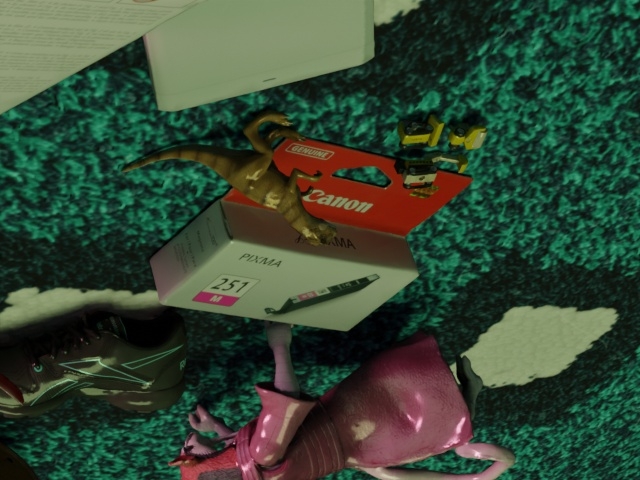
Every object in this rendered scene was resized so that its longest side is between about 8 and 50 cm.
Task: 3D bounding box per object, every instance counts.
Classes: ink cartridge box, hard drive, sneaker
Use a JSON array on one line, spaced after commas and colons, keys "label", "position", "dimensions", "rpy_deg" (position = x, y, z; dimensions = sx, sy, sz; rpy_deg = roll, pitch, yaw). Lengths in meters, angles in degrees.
[{"label": "ink cartridge box", "position": [0.000, 0.000, 2.047], "dimensions": [0.275, 0.060, 0.239], "rpy_deg": [11, 142, -42]}, {"label": "hard drive", "position": [-0.055, -0.226, 1.632], "dimensions": [0.203, 0.040, 0.307], "rpy_deg": [-15, 152, -6]}, {"label": "ink cartridge box", "position": [-0.240, -0.185, 1.340], "dimensions": [0.385, 0.091, 0.308], "rpy_deg": [-25, 166, 39]}, {"label": "sneaker", "position": [-0.267, 0.121, 2.097], "dimensions": [0.267, 0.101, 0.106], "rpy_deg": [-1, 125, -27]}]

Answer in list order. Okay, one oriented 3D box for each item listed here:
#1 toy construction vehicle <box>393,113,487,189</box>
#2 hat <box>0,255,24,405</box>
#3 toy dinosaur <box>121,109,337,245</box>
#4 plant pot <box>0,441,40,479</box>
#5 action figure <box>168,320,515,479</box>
[{"label": "toy construction vehicle", "position": [0.114, -0.095, 1.976], "dimensions": [0.098, 0.035, 0.086], "rpy_deg": [-8, 139, -24]}, {"label": "hat", "position": [-0.368, 0.107, 1.828], "dimensions": [0.208, 0.183, 0.173], "rpy_deg": [-9, -165, -20]}, {"label": "toy dinosaur", "position": [-0.070, -0.070, 1.859], "dimensions": [0.211, 0.112, 0.064], "rpy_deg": [28, 169, -1]}, {"label": "plant pot", "position": [-0.446, 0.352, 2.274], "dimensions": [0.254, 0.237, 0.237], "rpy_deg": [-45, 144, 15]}, {"label": "action figure", "position": [-0.007, 0.238, 2.268], "dimensions": [0.370, 0.275, 0.248], "rpy_deg": [-23, 161, -21]}]
